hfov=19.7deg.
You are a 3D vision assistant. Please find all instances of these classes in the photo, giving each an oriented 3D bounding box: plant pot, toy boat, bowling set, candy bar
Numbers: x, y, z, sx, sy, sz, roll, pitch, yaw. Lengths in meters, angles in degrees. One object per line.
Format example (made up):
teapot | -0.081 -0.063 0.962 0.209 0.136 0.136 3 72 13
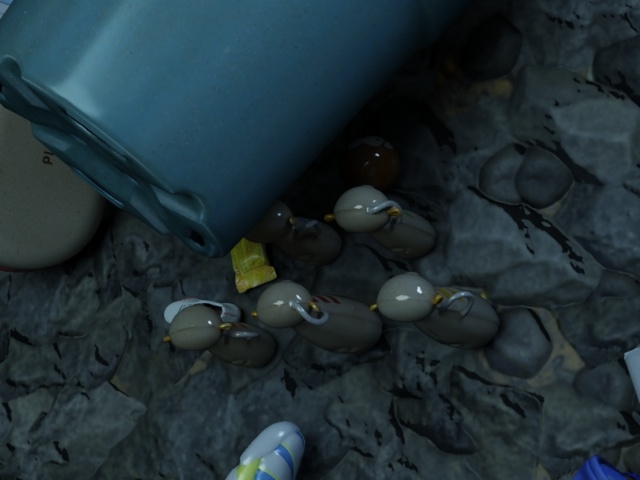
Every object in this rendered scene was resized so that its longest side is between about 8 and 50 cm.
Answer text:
plant pot | -0.078 -0.188 1.483 0.341 0.341 0.334 30 78 33
toy boat | -0.287 -0.083 1.768 0.151 0.151 0.231 -9 70 61
bowling set | 0.000 0.000 1.547 0.287 0.154 0.200 -11 73 28
candy bar | -0.073 -0.033 1.679 0.040 0.018 0.161 -21 68 21

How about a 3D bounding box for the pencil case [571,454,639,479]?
pencil case | 0.148 0.293 1.408 0.119 0.133 0.306 43 106 -15

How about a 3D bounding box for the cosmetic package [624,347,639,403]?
cosmetic package | 0.324 0.176 1.341 0.127 0.107 0.238 -26 63 20

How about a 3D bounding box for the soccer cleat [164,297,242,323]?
soccer cleat | -0.110 0.065 1.666 0.083 0.035 0.029 3 80 31

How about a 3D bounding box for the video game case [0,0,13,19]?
video game case | -0.246 -0.250 1.709 0.143 0.019 0.157 -52 36 -10

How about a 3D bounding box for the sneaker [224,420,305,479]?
sneaker | -0.044 0.279 1.558 0.126 0.091 0.240 27 92 14
